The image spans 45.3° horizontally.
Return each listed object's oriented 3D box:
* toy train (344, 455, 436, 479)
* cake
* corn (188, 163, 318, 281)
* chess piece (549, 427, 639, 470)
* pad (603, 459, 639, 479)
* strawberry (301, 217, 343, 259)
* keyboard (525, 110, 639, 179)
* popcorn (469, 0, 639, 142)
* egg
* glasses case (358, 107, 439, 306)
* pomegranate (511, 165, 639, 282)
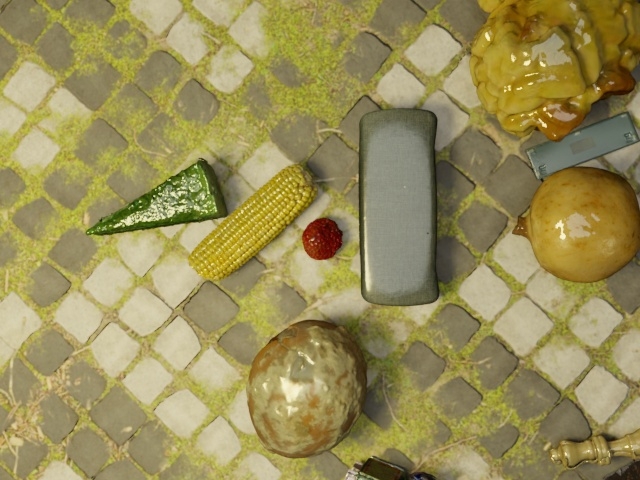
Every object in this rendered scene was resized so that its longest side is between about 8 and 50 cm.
[{"bbox_3d":[0.102,0.488,1.249,0.178,0.134,0.260,20,92,13],"label":"toy train"},{"bbox_3d":[-0.270,-0.036,1.284,0.235,0.100,0.099,-29,88,4],"label":"cake"},{"bbox_3d":[-0.110,-0.027,1.281,0.248,0.081,0.081,-42,87,3],"label":"corn"},{"bbox_3d":[0.460,0.342,1.249,0.172,0.060,0.060,-10,90,6],"label":"chess piece"},{"bbox_3d":[0.639,0.482,1.261,0.220,0.004,0.330,-30,88,5],"label":"pad"},{"bbox_3d":[0.000,0.000,1.273,0.073,0.083,0.073,2,98,10],"label":"strawberry"},{"bbox_3d":[0.431,-0.156,1.264,0.176,0.014,0.055,-21,88,5],"label":"keyboard"},{"bbox_3d":[0.355,-0.317,1.174,0.265,0.225,0.332,-13,78,10],"label":"popcorn"},{"bbox_3d":[-0.024,0.238,1.224,0.195,0.195,0.233,27,108,4],"label":"egg"},{"bbox_3d":[0.128,-0.053,1.262,0.131,0.074,0.323,-1,91,6],"label":"glasses case"},{"bbox_3d":[0.397,-0.026,1.196,0.196,0.196,0.196,0,91,5],"label":"pomegranate"}]
